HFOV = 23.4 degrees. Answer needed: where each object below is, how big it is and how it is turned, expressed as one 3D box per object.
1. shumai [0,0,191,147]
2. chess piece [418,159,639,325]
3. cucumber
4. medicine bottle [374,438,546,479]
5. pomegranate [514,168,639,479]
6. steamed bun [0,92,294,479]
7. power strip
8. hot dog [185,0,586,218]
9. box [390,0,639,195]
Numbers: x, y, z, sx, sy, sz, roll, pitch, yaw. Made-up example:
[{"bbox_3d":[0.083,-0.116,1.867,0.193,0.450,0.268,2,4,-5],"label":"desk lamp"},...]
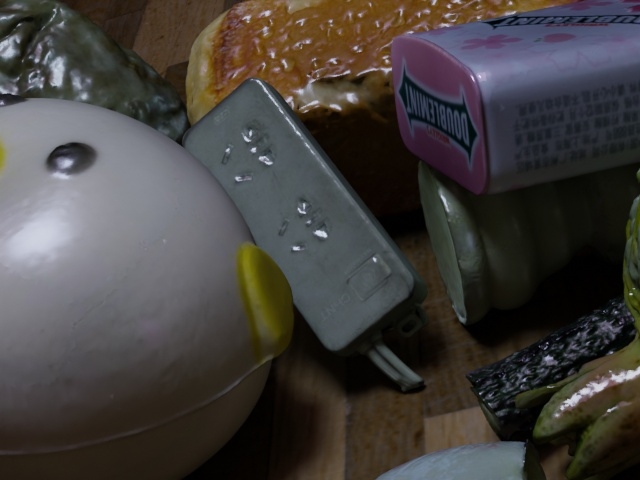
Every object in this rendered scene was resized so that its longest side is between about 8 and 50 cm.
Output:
[{"bbox_3d":[-0.306,-0.054,1.516,0.329,0.292,0.288,11,43,10],"label":"shumai"},{"bbox_3d":[0.219,-0.028,1.261,0.251,0.144,0.144,-14,28,-3],"label":"chess piece"},{"bbox_3d":[0.215,0.076,1.137,0.245,0.067,0.067,-26,29,-19],"label":"cucumber"},{"bbox_3d":[0.072,0.201,0.916,0.143,0.147,0.147,-16,28,14],"label":"medicine bottle"},{"bbox_3d":[0.273,0.052,1.018,0.302,0.236,0.236,-49,27,10],"label":"pomegranate"},{"bbox_3d":[-0.207,0.047,1.194,0.334,0.334,0.374,-30,36,-19],"label":"steamed bun"},{"bbox_3d":[0.000,0.000,1.251,0.093,0.053,0.288,-40,70,8],"label":"power strip"},{"bbox_3d":[0.091,-0.137,1.421,0.405,0.223,0.185,-15,51,10],"label":"hot dog"},{"bbox_3d":[0.257,-0.135,1.194,0.369,0.112,0.190,-14,22,-15],"label":"box"}]
